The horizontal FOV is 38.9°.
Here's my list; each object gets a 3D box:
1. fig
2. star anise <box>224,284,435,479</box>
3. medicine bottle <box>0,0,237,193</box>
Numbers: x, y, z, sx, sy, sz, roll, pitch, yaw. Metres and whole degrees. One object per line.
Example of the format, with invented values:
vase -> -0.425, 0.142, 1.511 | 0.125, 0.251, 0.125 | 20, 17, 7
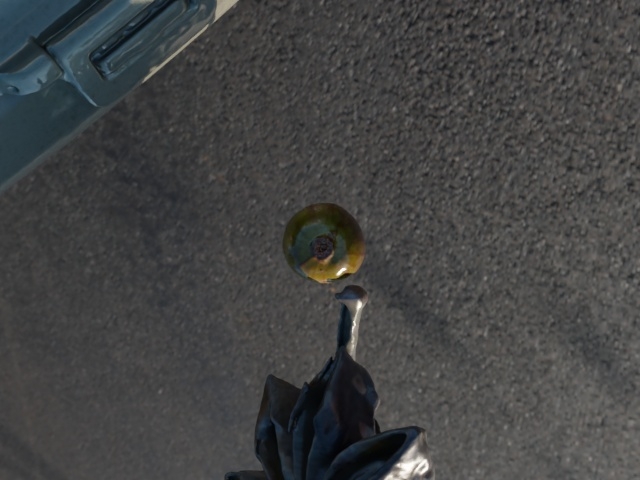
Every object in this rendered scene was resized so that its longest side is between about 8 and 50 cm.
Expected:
fig -> 0.000, 0.000, 0.559 | 0.050, 0.050, 0.083 | 31, -179, -8
star anise -> 0.002, 0.159, 0.546 | 0.081, 0.262, 0.230 | 20, 171, -24
medicine bottle -> -0.187, -0.187, 0.581 | 0.282, 0.375, 0.123 | 39, 165, 35
